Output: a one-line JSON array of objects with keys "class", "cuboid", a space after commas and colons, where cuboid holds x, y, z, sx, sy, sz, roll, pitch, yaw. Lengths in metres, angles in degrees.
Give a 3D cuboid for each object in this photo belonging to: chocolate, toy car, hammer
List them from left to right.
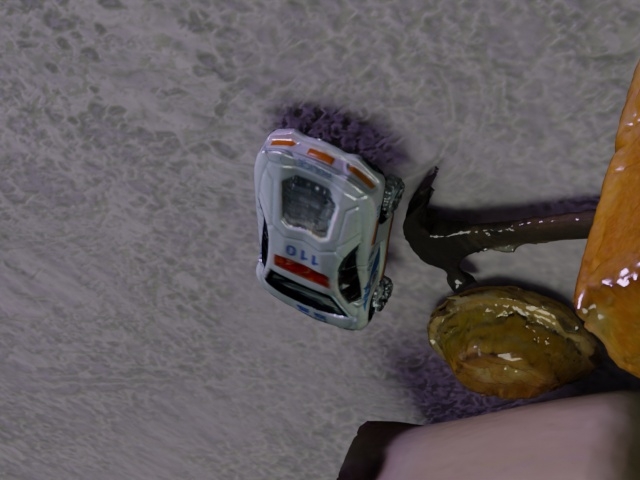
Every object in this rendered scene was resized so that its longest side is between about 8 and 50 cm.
[{"class": "toy car", "cuboid": [0.000, 0.000, 1.320, 0.095, 0.056, 0.205, 23, 147, 13]}, {"class": "chocolate", "cuboid": [0.195, 0.266, 1.413, 0.297, 0.314, 0.326, -13, 152, 19]}, {"class": "hammer", "cuboid": [0.190, -0.013, 1.257, 0.297, 0.027, 0.125, -5, 144, 30]}]

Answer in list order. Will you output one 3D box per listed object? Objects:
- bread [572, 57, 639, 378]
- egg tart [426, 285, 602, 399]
[{"class": "bread", "cuboid": [0.224, -0.059, 0.940, 0.132, 0.294, 0.167, 30, 142, -10]}, {"class": "egg tart", "cuboid": [0.135, 0.082, 1.398, 0.128, 0.049, 0.129, 12, 148, 8]}]
